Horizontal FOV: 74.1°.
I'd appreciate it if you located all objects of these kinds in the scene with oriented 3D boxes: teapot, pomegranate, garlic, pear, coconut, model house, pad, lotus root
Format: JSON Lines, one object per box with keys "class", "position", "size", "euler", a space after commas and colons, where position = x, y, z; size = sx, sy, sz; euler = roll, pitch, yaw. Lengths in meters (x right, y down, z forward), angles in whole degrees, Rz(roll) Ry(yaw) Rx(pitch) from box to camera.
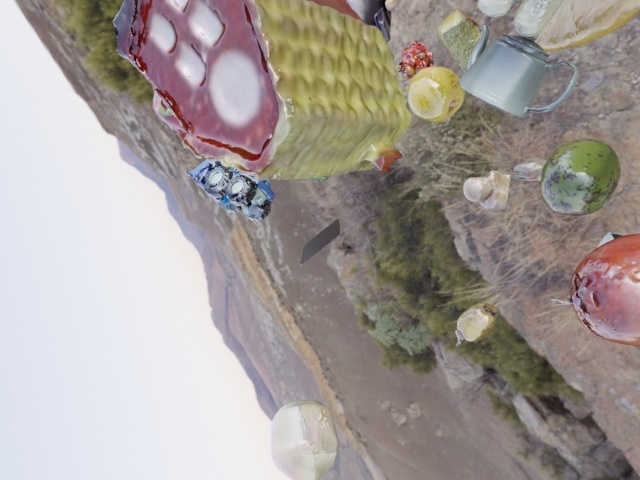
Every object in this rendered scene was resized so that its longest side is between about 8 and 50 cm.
{"class": "teapot", "position": [0.389, -0.341, 0.840], "size": [0.239, 0.162, 0.149], "euler": [51, 129, 36]}
{"class": "pomegranate", "position": [0.889, -0.236, 1.560], "size": [0.340, 0.285, 0.285], "euler": [23, 142, 39]}
{"class": "garlic", "position": [0.556, -0.169, 1.417], "size": [0.099, 0.174, 0.124], "euler": [-136, 60, -76]}
{"class": "pear", "position": [0.359, -0.463, 1.342], "size": [0.178, 0.178, 0.178], "euler": [58, 166, 24]}
{"class": "coconut", "position": [-0.034, 0.480, 1.003], "size": [0.183, 0.170, 0.171], "euler": [-107, 2, -50]}
{"class": "model house", "position": [-0.037, -0.158, 0.406], "size": [0.254, 0.196, 0.160], "euler": [50, 127, 18]}
{"class": "pad", "position": [0.000, 0.000, 1.527], "size": [0.004, 0.181, 0.267], "euler": [49, -169, -10]}
{"class": "lotus root", "position": [0.609, 0.334, 1.690], "size": [0.118, 0.125, 0.221], "euler": [51, 119, 20]}

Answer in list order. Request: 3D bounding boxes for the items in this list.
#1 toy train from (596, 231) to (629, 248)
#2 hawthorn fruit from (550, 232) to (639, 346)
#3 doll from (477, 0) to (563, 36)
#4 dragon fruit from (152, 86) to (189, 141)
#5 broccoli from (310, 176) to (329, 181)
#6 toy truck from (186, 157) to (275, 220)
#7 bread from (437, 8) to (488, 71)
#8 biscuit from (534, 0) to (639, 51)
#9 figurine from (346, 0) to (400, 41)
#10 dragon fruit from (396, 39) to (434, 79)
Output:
{"class": "toy train", "position": [1.026, 0.057, 1.230], "size": [0.086, 0.406, 0.088], "euler": [-83, 1, -50]}
{"class": "hawthorn fruit", "position": [0.728, 0.132, 1.037], "size": [0.276, 0.307, 0.276], "euler": [-15, -90, -83]}
{"class": "doll", "position": [0.378, -0.470, 0.658], "size": [0.278, 0.175, 0.149], "euler": [-60, 18, 24]}
{"class": "dragon fruit", "position": [-0.385, -0.398, 1.303], "size": [0.269, 0.198, 0.200], "euler": [30, -162, -21]}
{"class": "broccoli", "position": [-0.010, -0.281, 1.184], "size": [0.269, 0.269, 0.254], "euler": [-134, 44, -54]}
{"class": "toy truck", "position": [-0.211, -0.141, 1.036], "size": [0.208, 0.126, 0.113], "euler": [20, 164, 29]}
{"class": "bread", "position": [0.355, -0.503, 1.060], "size": [0.156, 0.086, 0.125], "euler": [37, -152, -31]}
{"class": "biscuit", "position": [0.662, -0.684, 1.008], "size": [0.446, 0.103, 0.430], "euler": [-107, 28, -68]}
{"class": "figurine", "position": [0.063, -0.462, 0.847], "size": [0.143, 0.309, 0.308], "euler": [25, -172, -29]}
{"class": "dragon fruit", "position": [0.353, -0.664, 1.600], "size": [0.133, 0.208, 0.150], "euler": [47, 142, -17]}
